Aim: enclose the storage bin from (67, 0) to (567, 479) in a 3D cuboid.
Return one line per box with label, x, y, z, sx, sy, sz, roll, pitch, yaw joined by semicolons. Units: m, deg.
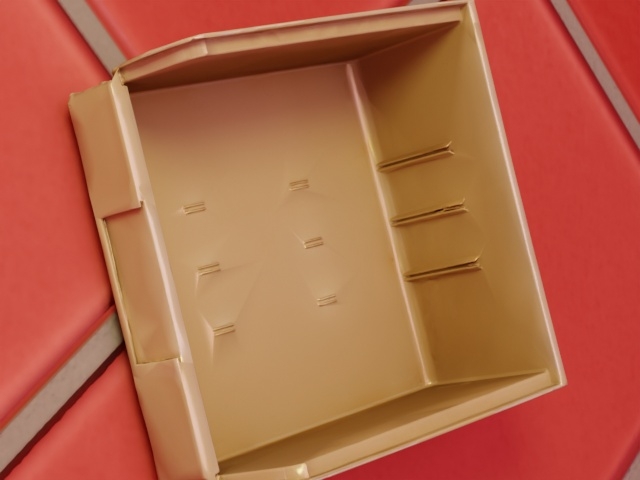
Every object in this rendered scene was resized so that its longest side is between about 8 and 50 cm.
storage bin;0.000;0.000;1.026;0.260;0.123;0.262;-14;91;-43
